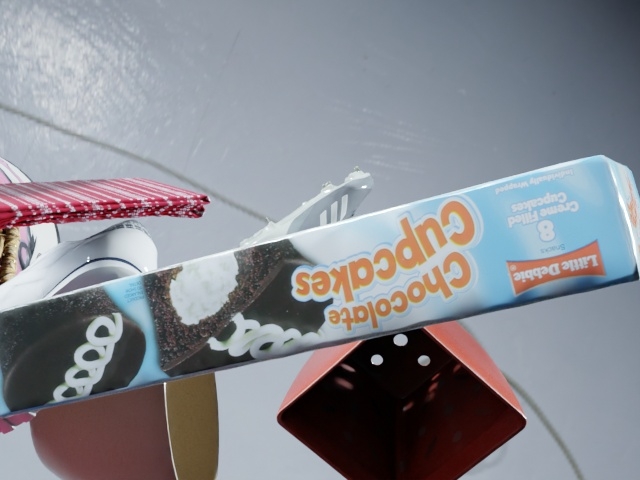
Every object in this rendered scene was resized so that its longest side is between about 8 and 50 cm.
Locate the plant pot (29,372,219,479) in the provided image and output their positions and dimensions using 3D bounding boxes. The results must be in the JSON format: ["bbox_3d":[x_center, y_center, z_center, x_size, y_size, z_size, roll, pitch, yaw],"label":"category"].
[{"bbox_3d":[-0.248,0.211,1.247,0.190,0.284,0.284,-7,85,4],"label":"plant pot"}]

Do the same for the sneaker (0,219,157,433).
[{"bbox_3d":[-0.219,0.066,0.734,0.235,0.095,0.090,-26,124,8],"label":"sneaker"}]

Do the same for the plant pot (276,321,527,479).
[{"bbox_3d":[0.125,0.213,1.553,0.267,0.236,0.267,42,112,-13],"label":"plant pot"}]

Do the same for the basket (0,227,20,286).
[{"bbox_3d":[-0.488,0.111,1.200,0.222,0.299,0.214,7,123,-20],"label":"basket"}]

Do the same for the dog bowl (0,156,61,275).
[{"bbox_3d":[-0.622,0.021,1.552,0.407,0.150,0.408,0,77,-1],"label":"dog bowl"}]

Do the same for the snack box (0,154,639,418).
[{"bbox_3d":[0.007,0.023,0.540,0.321,0.187,0.060,-14,88,20],"label":"snack box"}]

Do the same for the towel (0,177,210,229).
[{"bbox_3d":[-0.296,-0.046,1.190,0.274,0.198,0.031,-5,104,-35],"label":"towel"}]

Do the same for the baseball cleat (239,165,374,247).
[{"bbox_3d":[0.000,0.000,1.154,0.205,0.072,0.109,-33,90,-30],"label":"baseball cleat"}]
